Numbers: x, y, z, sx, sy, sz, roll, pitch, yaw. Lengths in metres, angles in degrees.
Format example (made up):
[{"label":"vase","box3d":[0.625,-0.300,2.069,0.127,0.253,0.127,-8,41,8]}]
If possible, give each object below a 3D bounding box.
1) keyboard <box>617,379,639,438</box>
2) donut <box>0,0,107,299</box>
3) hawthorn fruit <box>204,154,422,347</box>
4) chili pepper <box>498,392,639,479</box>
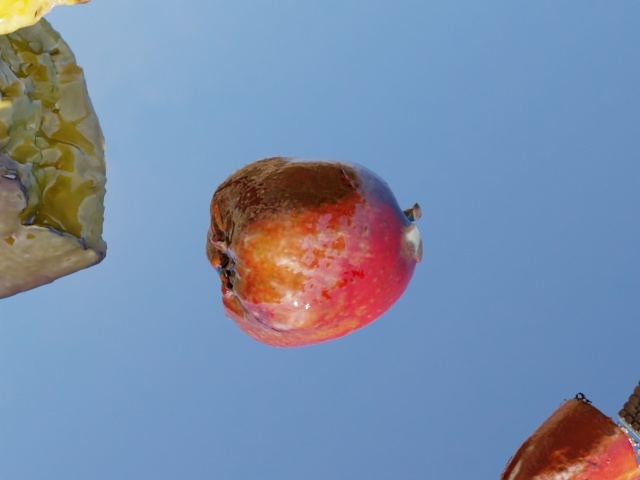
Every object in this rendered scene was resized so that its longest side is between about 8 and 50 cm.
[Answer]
[{"label":"keyboard","box3d":[0.277,0.152,1.232,0.055,0.017,0.166,-55,-142,10]},{"label":"donut","box3d":[-0.282,-0.144,0.949,0.435,0.378,0.163,116,-29,-48]},{"label":"hawthorn fruit","box3d":[0.000,0.000,1.547,0.202,0.185,0.185,-17,-162,-12]},{"label":"chili pepper","box3d":[0.175,0.205,1.345,0.169,0.088,0.065,-39,153,-31]}]
